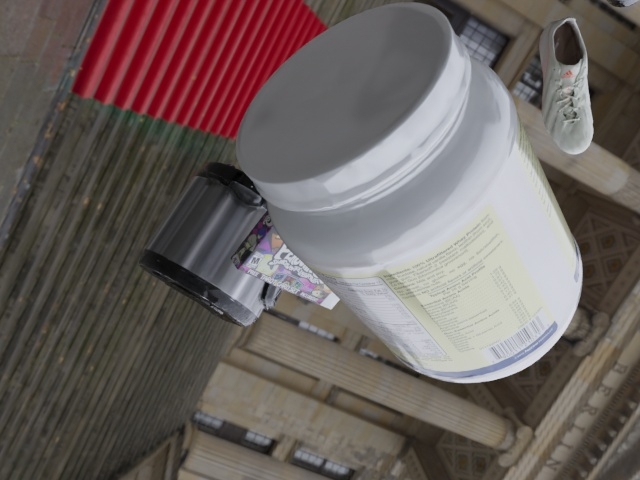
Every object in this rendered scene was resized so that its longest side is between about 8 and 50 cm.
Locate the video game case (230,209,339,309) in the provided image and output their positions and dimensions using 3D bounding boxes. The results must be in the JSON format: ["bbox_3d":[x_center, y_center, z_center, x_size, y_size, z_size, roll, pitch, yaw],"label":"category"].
[{"bbox_3d":[0.000,0.000,0.993,0.210,0.232,0.042,-51,-138,12],"label":"video game case"}]

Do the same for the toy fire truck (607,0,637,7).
[{"bbox_3d":[0.409,-0.489,0.864,0.158,0.217,0.246,6,102,-63],"label":"toy fire truck"}]

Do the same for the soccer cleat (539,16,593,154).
[{"bbox_3d":[0.356,-0.222,0.848,0.076,0.068,0.196,-31,111,-86],"label":"soccer cleat"}]

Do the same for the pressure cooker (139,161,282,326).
[{"bbox_3d":[-0.241,-0.018,1.609,0.370,0.375,0.420,14,-112,45],"label":"pressure cooker"}]

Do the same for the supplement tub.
[{"bbox_3d":[0.096,-0.030,0.566,0.236,0.325,0.235,-23,-137,23],"label":"supplement tub"}]
